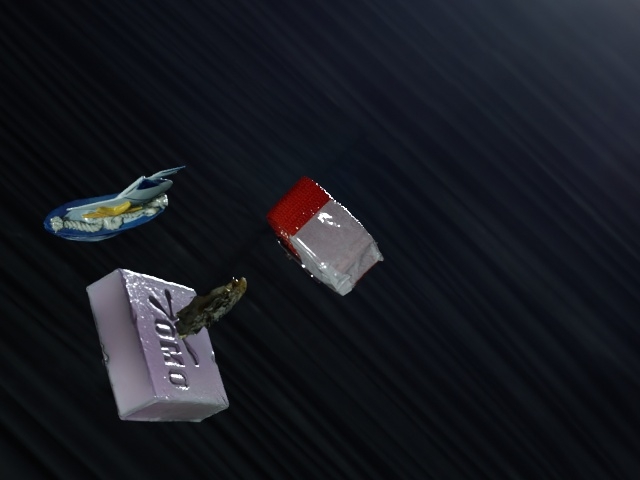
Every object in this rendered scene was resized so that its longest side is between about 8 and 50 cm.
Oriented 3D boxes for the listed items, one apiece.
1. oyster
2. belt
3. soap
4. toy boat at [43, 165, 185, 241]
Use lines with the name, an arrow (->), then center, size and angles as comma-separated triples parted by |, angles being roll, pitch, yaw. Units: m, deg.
oyster -> -0.193, 0.119, 1.454 | 0.148, 0.051, 0.103 | -38, 23, 8
belt -> 0.000, 0.000, 1.391 | 0.124, 0.201, 0.128 | -45, 0, -7
soap -> -0.336, 0.228, 1.696 | 0.107, 0.296, 0.285 | -27, -21, 17
toy boat -> -0.308, -0.072, 1.285 | 0.221, 0.067, 0.291 | -14, -10, -39
